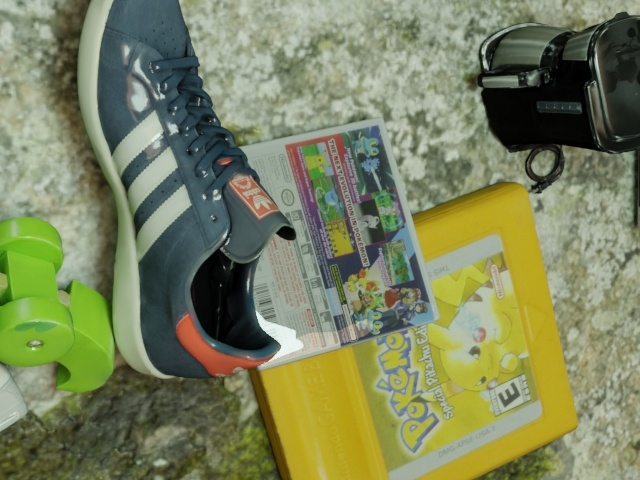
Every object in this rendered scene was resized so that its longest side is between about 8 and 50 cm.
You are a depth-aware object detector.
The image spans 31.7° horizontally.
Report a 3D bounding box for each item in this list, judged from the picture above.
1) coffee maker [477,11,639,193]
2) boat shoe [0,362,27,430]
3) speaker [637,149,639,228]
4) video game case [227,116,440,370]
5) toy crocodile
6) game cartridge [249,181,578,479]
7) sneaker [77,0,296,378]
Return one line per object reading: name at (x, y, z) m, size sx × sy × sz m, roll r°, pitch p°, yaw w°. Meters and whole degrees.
coffee maker at (0.255, -0.132, 1.087) m, size 0.120 × 0.178 × 0.171 m, roll -40°, pitch 112°, yaw -14°
boat shoe at (-0.327, 0.176, 0.930) m, size 0.184 × 0.066 × 0.063 m, roll -40°, pitch 112°, yaw -25°
speaker at (0.373, -0.078, 1.221) m, size 0.055 × 0.055 × 0.136 m, roll -6°, pitch 101°, yaw -24°
video game case at (0.000, 0.000, 1.035) m, size 0.183 × 0.023 × 0.201 m, roll -14°, pitch 85°, yaw -19°
toy crocodile at (-0.299, 0.036, 0.875) m, size 0.340 × 0.115 × 0.105 m, roll 21°, pitch 127°, yaw -40°
game cartridge at (0.094, 0.124, 1.123) m, size 0.323 × 0.052 × 0.285 m, roll -22°, pitch 107°, yaw -22°
sneaker at (-0.097, -0.054, 0.928) m, size 0.131 × 0.148 × 0.350 m, roll -28°, pitch 115°, yaw -55°
